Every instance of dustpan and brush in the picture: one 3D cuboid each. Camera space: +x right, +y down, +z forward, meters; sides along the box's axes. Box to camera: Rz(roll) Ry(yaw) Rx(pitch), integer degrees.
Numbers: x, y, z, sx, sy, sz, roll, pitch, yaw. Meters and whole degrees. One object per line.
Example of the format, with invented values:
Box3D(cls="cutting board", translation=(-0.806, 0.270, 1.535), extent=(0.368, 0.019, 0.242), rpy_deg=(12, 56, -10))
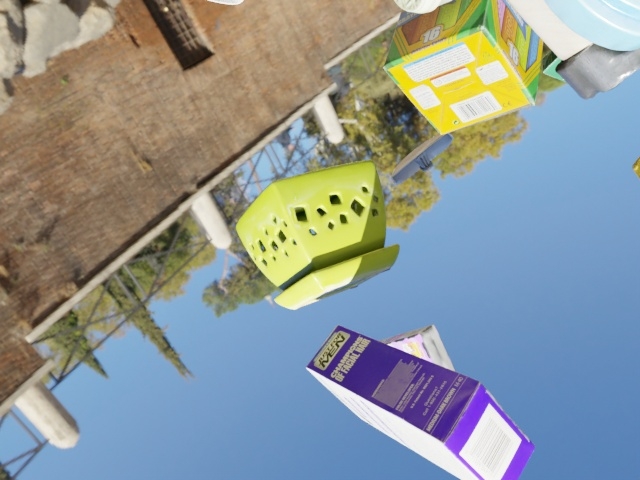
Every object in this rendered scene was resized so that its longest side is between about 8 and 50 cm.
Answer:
Box3D(cls="dustpan and brush", translation=(0.220, -0.170, 1.215), extent=(0.147, 0.060, 0.211), rpy_deg=(-39, -172, 12))

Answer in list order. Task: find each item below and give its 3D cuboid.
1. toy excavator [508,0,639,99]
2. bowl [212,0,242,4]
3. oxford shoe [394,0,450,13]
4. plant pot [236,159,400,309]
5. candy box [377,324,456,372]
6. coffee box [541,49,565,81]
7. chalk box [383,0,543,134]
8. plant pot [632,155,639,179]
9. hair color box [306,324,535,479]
Box3D(cls="toy excavator", translation=(0.402, -0.376, 0.486), extent=(0.433, 0.222, 0.445), rpy_deg=(-44, -175, -9))
Box3D(cls="bowl", translation=(-0.206, -0.584, 1.207), extent=(0.142, 0.053, 0.142), rpy_deg=(-9, 144, -45))
Box3D(cls="oxford shoe", translation=(0.168, -0.514, 0.695), extent=(0.130, 0.449, 0.169), rpy_deg=(-20, -133, -19))
Box3D(cls="plant pot", translation=(0.000, 0.000, 1.079), extent=(0.227, 0.207, 0.228), rpy_deg=(-18, 170, -30))
Box3D(cls="candy box", translation=(0.215, 0.308, 1.363), extent=(0.196, 0.164, 0.070), rpy_deg=(-27, 176, 43))
Box3D(cls="coffee box", translation=(0.481, -0.339, 0.962), extent=(0.184, 0.113, 0.040), rpy_deg=(129, -28, -56))
Box3D(cls="chalk box", translation=(0.252, -0.359, 0.946), extent=(0.180, 0.179, 0.288), rpy_deg=(-12, -129, 42))
Box3D(cls="plant pot", translation=(0.495, -0.104, 0.795), extent=(0.083, 0.081, 0.081), rpy_deg=(-1, -128, -11))
Box3D(cls="hair color box", translation=(0.146, 0.263, 0.917), extent=(0.110, 0.185, 0.339), rpy_deg=(-52, -150, -19))
